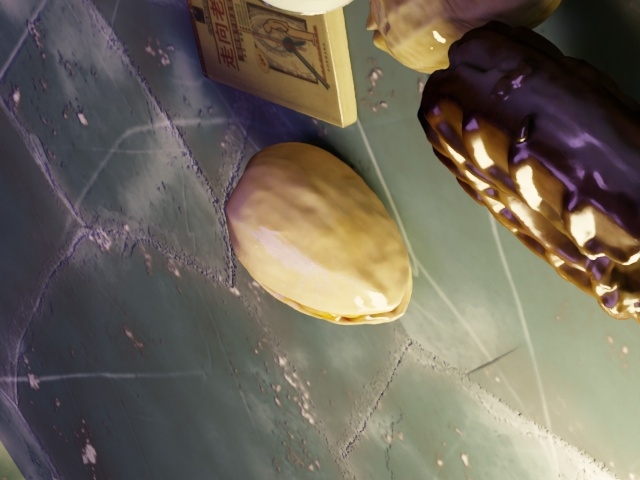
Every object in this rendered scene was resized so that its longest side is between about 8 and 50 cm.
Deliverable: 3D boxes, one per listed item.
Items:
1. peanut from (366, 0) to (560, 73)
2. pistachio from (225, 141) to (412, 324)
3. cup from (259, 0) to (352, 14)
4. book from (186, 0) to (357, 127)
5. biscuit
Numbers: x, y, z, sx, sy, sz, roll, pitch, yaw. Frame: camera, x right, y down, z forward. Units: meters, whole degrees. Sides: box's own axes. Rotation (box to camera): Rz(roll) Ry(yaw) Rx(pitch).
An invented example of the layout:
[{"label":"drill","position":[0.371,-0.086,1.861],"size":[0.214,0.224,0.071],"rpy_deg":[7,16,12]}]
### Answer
[{"label":"peanut","position":[0.123,-0.219,1.502],"size":[0.130,0.130,0.290],"rpy_deg":[61,154,-5]},{"label":"pistachio","position":[0.000,0.000,1.846],"size":[0.229,0.157,0.157],"rpy_deg":[41,144,15]},{"label":"cup","position":[-0.001,-0.330,1.532],"size":[0.196,0.196,0.280],"rpy_deg":[46,153,19]},{"label":"book","position":[-0.058,-0.218,1.836],"size":[0.231,0.026,0.161],"rpy_deg":[23,134,43]},{"label":"biscuit","position":[0.197,-0.052,1.407],"size":[0.268,0.115,0.366],"rpy_deg":[40,177,26]}]
